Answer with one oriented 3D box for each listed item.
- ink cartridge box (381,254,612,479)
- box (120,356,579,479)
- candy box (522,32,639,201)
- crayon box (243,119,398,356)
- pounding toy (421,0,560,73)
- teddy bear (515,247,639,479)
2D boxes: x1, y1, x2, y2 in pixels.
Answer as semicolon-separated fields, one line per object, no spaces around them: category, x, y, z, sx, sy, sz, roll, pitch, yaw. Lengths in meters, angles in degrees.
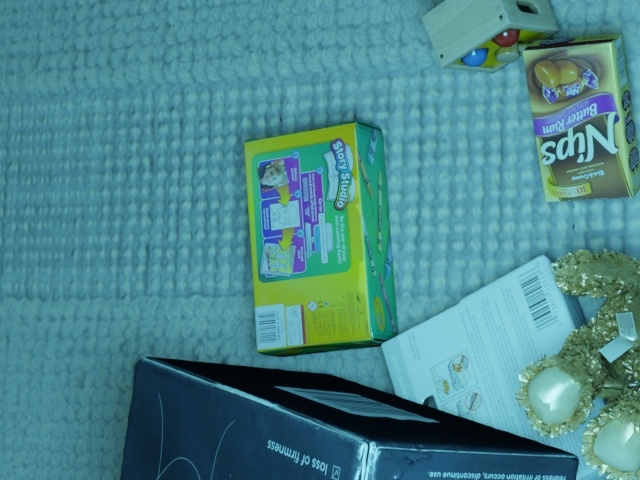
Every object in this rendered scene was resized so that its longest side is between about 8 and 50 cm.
ink cartridge box;0.216;0.190;1.922;0.239;0.060;0.275;-31;57;23
box;-0.008;0.407;1.815;0.480;0.297;0.472;13;93;55
candy box;0.305;-0.141;1.910;0.109;0.053;0.187;-3;110;28
crayon box;0.000;0.000;2.080;0.165;0.081;0.279;-8;81;27
pounding toy;0.225;-0.250;1.971;0.130;0.141;0.100;-31;71;37
teddy bear;0.354;0.114;1.801;0.245;0.113;0.338;17;59;11
